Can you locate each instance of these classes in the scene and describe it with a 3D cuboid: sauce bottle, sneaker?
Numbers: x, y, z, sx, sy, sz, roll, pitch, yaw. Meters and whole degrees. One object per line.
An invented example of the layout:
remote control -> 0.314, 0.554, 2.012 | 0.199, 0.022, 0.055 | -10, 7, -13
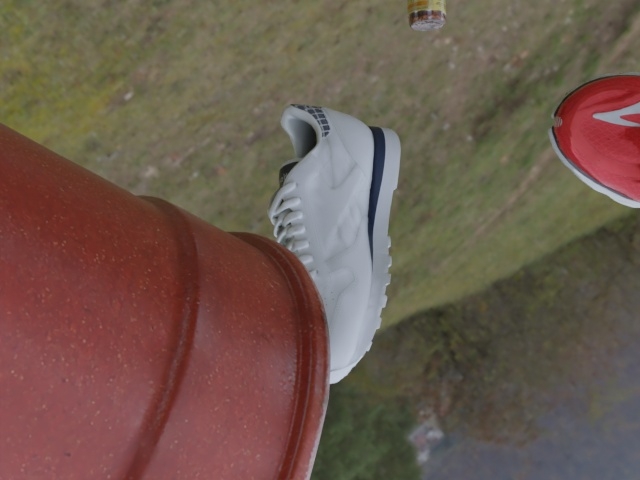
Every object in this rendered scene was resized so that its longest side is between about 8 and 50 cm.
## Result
sauce bottle -> 0.108, -0.286, 1.181 | 0.042, 0.128, 0.042 | -3, 171, 0
sneaker -> 0.308, -0.053, 0.837 | 0.118, 0.279, 0.107 | -6, 119, -83
sneaker -> 0.000, 0.000, 0.895 | 0.095, 0.235, 0.090 | 20, 146, -25

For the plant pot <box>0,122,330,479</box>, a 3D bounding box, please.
plant pot -> -0.184, 0.049, 0.485 | 0.265, 0.272, 0.272 | 36, 106, -31
